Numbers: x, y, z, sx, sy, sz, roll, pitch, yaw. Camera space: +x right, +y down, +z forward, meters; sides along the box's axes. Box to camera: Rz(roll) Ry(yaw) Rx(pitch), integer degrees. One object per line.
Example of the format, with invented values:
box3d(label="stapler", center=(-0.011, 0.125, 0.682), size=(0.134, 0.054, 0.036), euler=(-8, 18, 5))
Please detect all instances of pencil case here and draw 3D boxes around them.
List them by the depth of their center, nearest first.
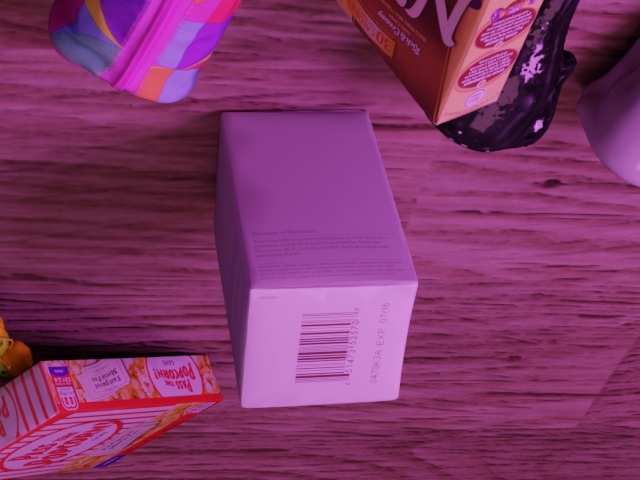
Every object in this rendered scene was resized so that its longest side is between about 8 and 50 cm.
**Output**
box3d(label="pencil case", center=(-0.063, -0.173, 0.832), size=(0.104, 0.104, 0.236), euler=(10, 142, -25))

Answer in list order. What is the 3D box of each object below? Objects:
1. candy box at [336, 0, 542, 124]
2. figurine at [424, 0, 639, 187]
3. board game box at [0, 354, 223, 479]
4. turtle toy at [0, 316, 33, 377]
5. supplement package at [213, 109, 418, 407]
box3d(label="candy box", center=(0.075, -0.165, 0.855), size=(0.053, 0.109, 0.186), euler=(-23, 153, -27))
box3d(label="figurine", center=(0.198, -0.137, 0.957), size=(0.215, 0.092, 0.209), euler=(11, 137, -27))
box3d(label="board game box", center=(-0.195, 0.141, 1.249), size=(0.147, 0.045, 0.193), euler=(-32, 161, 30))
box3d(label="turtle toy", center=(-0.279, 0.071, 1.165), size=(0.095, 0.066, 0.130), euler=(-29, 142, -2))
box3d(label="supplement package", center=(-0.009, 0.008, 1.017), size=(0.105, 0.179, 0.105), euler=(-2, 131, -10))
